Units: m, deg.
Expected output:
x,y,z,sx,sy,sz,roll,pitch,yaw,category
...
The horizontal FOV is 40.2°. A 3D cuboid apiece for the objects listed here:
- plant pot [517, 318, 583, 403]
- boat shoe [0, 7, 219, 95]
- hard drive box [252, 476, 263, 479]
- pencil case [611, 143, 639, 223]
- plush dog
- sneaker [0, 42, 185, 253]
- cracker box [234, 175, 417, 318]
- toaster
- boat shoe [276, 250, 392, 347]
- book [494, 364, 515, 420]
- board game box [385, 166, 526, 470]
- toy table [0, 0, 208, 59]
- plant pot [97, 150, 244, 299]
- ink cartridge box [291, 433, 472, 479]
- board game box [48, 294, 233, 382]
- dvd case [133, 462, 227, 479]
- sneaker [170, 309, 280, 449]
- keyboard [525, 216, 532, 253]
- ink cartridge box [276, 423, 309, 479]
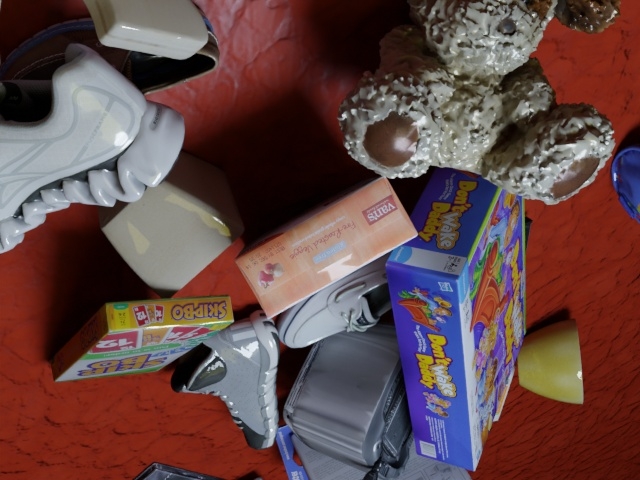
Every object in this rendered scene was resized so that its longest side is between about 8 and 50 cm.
x,y,z,sx,sy,sz,roll,pitch,yaw,category
0.362,0.194,1.390,0.095,0.134,0.134,-5,143,13,plant pot
-0.172,-0.145,0.721,0.183,0.066,0.066,-21,141,-10,boat shoe
-0.157,0.491,1.385,0.232,0.089,0.181,-29,147,-5,hard drive box
0.541,-0.100,1.174,0.306,0.119,0.133,-15,150,-18,pencil case
0.142,-0.178,0.816,0.262,0.211,0.226,9,111,-17,plush dog
-0.253,-0.065,0.700,0.292,0.110,0.118,-22,134,23,sneaker
0.000,0.000,0.880,0.155,0.067,0.232,-29,-176,-1,cracker box
0.054,0.204,1.127,0.227,0.146,0.129,-63,144,-23,toaster
0.044,0.073,1.084,0.226,0.076,0.083,-40,140,12,boat shoe
0.263,0.257,1.458,0.096,0.035,0.144,-11,137,-17,book
0.171,0.073,1.023,0.233,0.078,0.347,-59,150,-37,board game box
-0.194,-0.202,0.522,0.274,0.161,0.252,-3,163,-32,toy table
-0.153,-0.030,0.836,0.109,0.109,0.096,-40,128,13,plant pot
0.085,0.308,1.146,0.189,0.232,0.066,-26,134,-6,ink cartridge box
-0.198,0.108,0.918,0.124,0.039,0.259,-2,165,-30,board game box
-0.265,0.416,1.310,0.221,0.018,0.164,-41,141,14,dvd case
-0.124,0.187,1.110,0.132,0.086,0.229,-9,127,-17,sneaker
0.196,0.013,1.156,0.180,0.023,0.108,-19,137,-15,keyboard
0.076,0.246,1.303,0.311,0.065,0.186,-24,140,-12,ink cartridge box
